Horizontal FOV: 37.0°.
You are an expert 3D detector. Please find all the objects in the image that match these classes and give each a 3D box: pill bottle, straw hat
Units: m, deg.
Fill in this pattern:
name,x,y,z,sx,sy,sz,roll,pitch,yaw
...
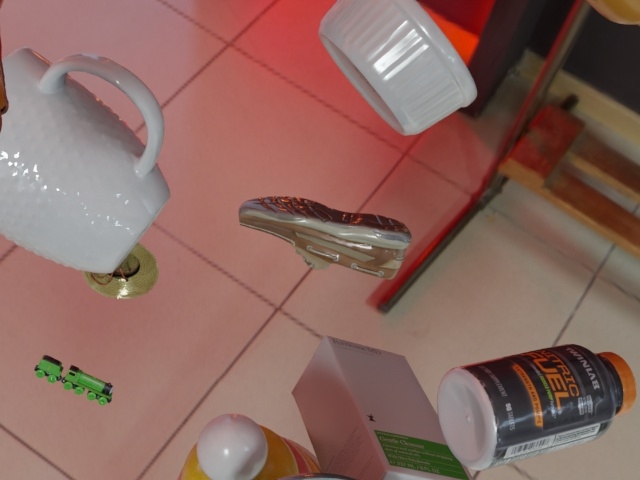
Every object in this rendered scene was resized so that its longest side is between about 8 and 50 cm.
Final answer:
name,x,y,z,sx,sy,sz,roll,pitch,yaw
pill bottle,0.283,0.204,1.219,0.245,0.130,0.130,-8,60,-25
straw hat,-0.376,0.040,1.820,0.144,0.144,0.061,7,30,-5

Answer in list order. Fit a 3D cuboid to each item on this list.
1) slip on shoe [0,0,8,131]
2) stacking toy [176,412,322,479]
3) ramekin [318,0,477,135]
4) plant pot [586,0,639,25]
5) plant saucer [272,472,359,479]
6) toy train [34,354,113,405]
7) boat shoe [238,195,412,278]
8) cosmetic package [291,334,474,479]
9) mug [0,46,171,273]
name,x,y,z,sx,sy,sz,roll,pitch,yaw
slip on shoe,-0.396,-0.173,1.049,0.123,0.101,0.331,-5,71,32
stacking toy,-0.144,0.446,1.710,0.350,0.480,0.351,-2,59,3
ramekin,0.111,-0.284,1.491,0.127,0.273,0.273,-40,70,1
plant pot,0.351,-0.244,0.839,0.188,0.205,0.205,37,54,-24
plant saucer,-0.034,0.456,1.437,0.317,0.318,0.044,-4,33,-12
toy train,-0.244,0.139,0.952,0.083,0.024,0.017,26,14,-10
boat shoe,0.000,0.000,1.754,0.324,0.116,0.123,14,20,11
cosmetic package,0.101,0.349,1.693,0.197,0.155,0.365,16,25,-27
mug,-0.398,-0.137,1.542,0.328,0.374,0.276,37,34,-7
